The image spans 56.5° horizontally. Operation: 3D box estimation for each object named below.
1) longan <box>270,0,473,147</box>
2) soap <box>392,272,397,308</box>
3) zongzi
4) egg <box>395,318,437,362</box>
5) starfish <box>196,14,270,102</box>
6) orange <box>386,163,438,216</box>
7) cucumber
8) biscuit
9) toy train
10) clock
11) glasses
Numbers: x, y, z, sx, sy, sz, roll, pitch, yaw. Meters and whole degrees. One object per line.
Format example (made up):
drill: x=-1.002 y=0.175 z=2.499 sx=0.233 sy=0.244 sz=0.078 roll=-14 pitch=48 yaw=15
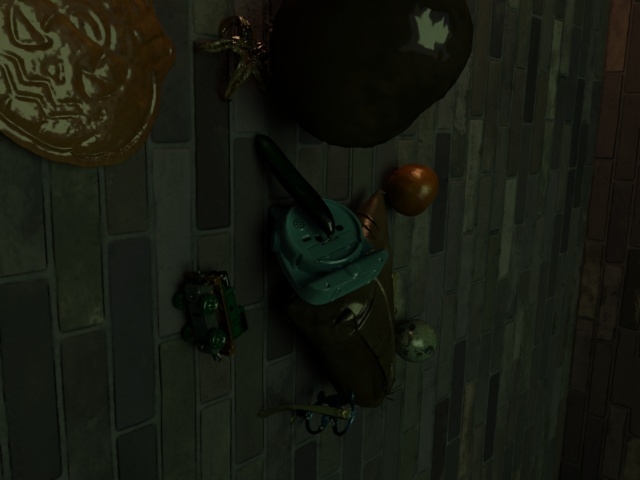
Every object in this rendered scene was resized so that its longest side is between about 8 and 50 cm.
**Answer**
longan: x=0.093 y=-0.414 z=1.252 sx=0.404 sy=0.436 sz=0.403 roll=18 pitch=52 yaw=-24
soap: x=0.179 y=0.220 z=1.765 sx=0.092 sy=0.037 sz=0.251 roll=-8 pitch=104 yaw=-45
zongzi: x=0.155 y=0.186 z=1.608 sx=0.466 sy=0.218 sz=0.499 roll=-52 pitch=134 yaw=-32
egg: x=0.286 y=0.307 z=1.824 sx=0.172 sy=0.133 sz=0.132 roll=15 pitch=87 yaw=-57
starfish: x=-0.164 y=-0.363 z=1.244 sx=0.190 sy=0.074 sz=0.146 roll=51 pitch=56 yaw=-42
orange: x=0.259 y=-0.147 z=1.697 sx=0.136 sy=0.159 sz=0.158 roll=35 pitch=67 yaw=-2
cucumber: x=-0.053 y=-0.124 z=1.333 sx=0.056 sy=0.056 sz=0.284 roll=-34 pitch=85 yaw=-38
biscuit: x=-0.416 y=-0.317 z=0.986 sx=0.385 sy=0.062 sz=0.364 roll=36 pitch=72 yaw=-45
toy train: x=-0.226 y=0.151 z=1.278 sx=0.136 sy=0.091 sz=0.227 roll=-31 pitch=119 yaw=-51
clock: x=0.000 y=0.000 z=1.369 sx=0.224 sy=0.274 sz=0.094 roll=-25 pitch=158 yaw=-30
glasses: x=-0.033 y=0.445 z=1.478 sx=0.207 sy=0.239 sz=0.102 roll=-9 pitch=81 yaw=-28
